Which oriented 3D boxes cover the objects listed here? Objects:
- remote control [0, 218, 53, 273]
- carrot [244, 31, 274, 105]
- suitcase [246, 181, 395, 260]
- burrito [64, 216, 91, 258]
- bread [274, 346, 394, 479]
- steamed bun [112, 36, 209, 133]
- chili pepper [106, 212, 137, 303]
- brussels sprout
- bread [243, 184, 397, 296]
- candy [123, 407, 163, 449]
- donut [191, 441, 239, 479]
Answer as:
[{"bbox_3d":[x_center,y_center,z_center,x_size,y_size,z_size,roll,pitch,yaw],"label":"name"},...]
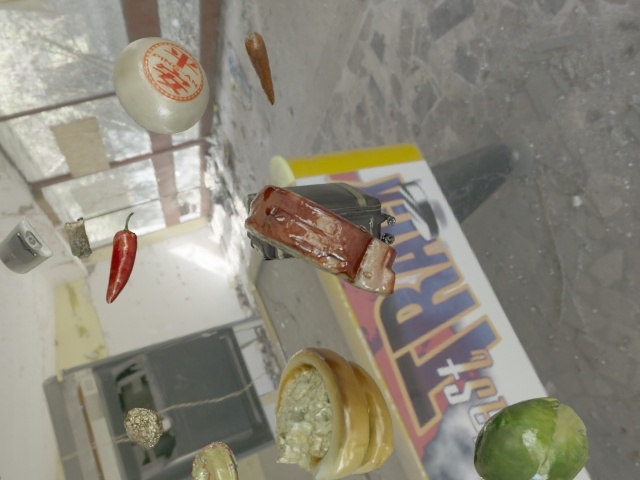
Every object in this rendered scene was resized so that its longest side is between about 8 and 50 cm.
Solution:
[{"bbox_3d":[-0.774,0.028,1.418,0.313,0.055,0.109,-16,111,51],"label":"remote control"},{"bbox_3d":[-0.136,-0.399,1.301,0.048,0.048,0.216,60,173,31],"label":"carrot"},{"bbox_3d":[-0.011,-0.065,1.696,0.283,0.434,0.194,-143,50,-58],"label":"suitcase"},{"bbox_3d":[-0.641,-0.003,1.458,0.042,0.051,0.171,67,155,22],"label":"burrito"},{"bbox_3d":[0.022,0.490,1.529,0.245,0.329,0.424,33,176,-26],"label":"bread"},{"bbox_3d":[-0.363,-0.374,1.302,0.145,0.232,0.232,-15,94,44],"label":"steamed bun"},{"bbox_3d":[-0.574,0.050,1.596,0.063,0.071,0.272,-1,79,59],"label":"chili pepper"},{"bbox_3d":[0.332,0.329,0.870,0.161,0.181,0.144,49,170,-14],"label":"brussels sprout"},{"bbox_3d":[-0.004,-0.002,1.169,0.295,0.328,0.114,23,86,57],"label":"bread"},{"bbox_3d":[-0.438,0.464,1.370,0.095,0.085,0.110,19,146,8],"label":"candy"},{"bbox_3d":[-0.242,0.523,1.261,0.166,0.065,0.108,10,98,54],"label":"donut"}]
